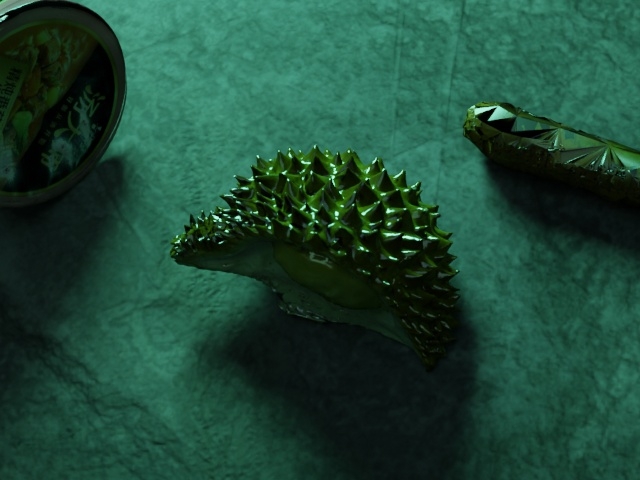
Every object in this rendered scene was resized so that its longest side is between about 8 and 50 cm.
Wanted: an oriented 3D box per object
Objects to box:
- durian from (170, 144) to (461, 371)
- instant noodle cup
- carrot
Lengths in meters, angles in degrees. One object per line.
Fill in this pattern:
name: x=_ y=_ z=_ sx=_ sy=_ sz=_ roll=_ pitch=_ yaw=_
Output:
durian: x=0.000 y=0.000 z=1.714 sx=0.306 sy=0.167 sz=0.172 roll=13 pitch=37 yaw=17
instant noodle cup: x=-0.373 y=-0.192 z=1.890 sx=0.244 sy=0.244 sz=0.255 roll=-47 pitch=50 yaw=-11
carrot: x=0.248 y=-0.082 z=1.710 sx=0.228 sy=0.069 sz=0.069 roll=21 pitch=70 yaw=25
